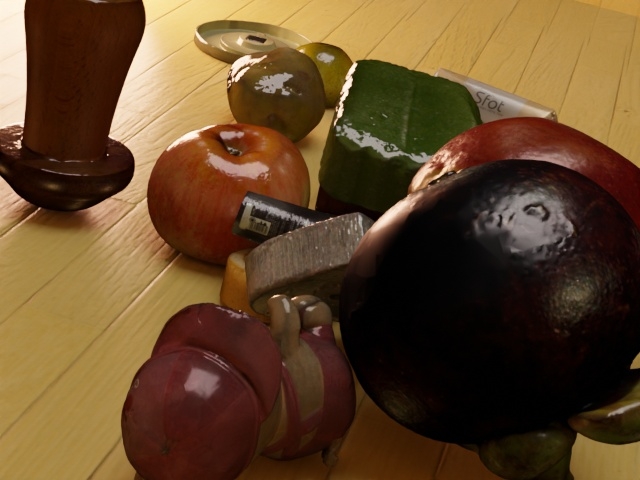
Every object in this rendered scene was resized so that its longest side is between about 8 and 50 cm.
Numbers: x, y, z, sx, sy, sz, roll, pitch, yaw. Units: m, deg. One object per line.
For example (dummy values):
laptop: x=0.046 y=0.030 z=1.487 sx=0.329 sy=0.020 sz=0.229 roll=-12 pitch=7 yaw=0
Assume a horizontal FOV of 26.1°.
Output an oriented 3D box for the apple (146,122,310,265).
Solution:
apple: x=-0.113 y=-0.061 z=1.763 sx=0.209 sy=0.164 sz=0.209 roll=9 pitch=26 yaw=-4

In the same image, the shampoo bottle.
shampoo bottle: x=0.000 y=0.001 z=1.645 sx=0.207 sy=0.057 sz=0.063 roll=19 pitch=27 yaw=-1

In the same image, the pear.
pear: x=0.005 y=-0.300 z=2.441 sx=0.141 sy=0.104 sz=0.141 roll=13 pitch=27 yaw=-6

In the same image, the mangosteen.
mangosteen: x=0.180 y=0.076 z=1.365 sx=0.330 sy=0.330 sz=0.330 roll=11 pitch=24 yaw=-5

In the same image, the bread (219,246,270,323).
bread: x=-0.040 y=0.052 z=1.660 sx=0.149 sy=0.073 sz=0.122 roll=-6 pitch=32 yaw=-36

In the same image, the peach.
peach: x=0.264 y=0.002 z=1.646 sx=0.332 sy=0.308 sz=0.308 roll=13 pitch=23 yaw=9

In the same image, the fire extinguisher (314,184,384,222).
fire extinguisher: x=0.132 y=-0.058 z=1.957 sx=0.269 sy=0.105 sz=0.105 roll=13 pitch=24 yaw=1

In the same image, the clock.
clock: x=-0.124 y=-0.374 z=2.627 sx=0.235 sy=0.029 sz=0.235 roll=10 pitch=23 yaw=-5

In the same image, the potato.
potato: x=-0.070 y=-0.233 z=2.217 sx=0.154 sy=0.137 sz=0.200 roll=-19 pitch=25 yaw=5

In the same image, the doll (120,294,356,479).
doll: x=-0.082 y=0.145 z=1.298 sx=0.152 sy=0.196 sz=0.256 roll=9 pitch=11 yaw=34

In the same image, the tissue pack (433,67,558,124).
tissue pack: x=0.286 y=-0.189 z=2.269 sx=0.222 sy=0.090 sz=0.186 roll=26 pitch=-9 yaw=25

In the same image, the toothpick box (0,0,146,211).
toothpick box: x=-0.320 y=-0.185 z=1.775 sx=0.192 sy=0.294 sz=0.192 roll=11 pitch=21 yaw=-4

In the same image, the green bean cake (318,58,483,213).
green bean cake: x=0.120 y=-0.135 z=1.883 sx=0.222 sy=0.125 sz=0.248 roll=13 pitch=38 yaw=-1

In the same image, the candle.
candle: x=0.019 y=0.032 z=1.530 sx=0.192 sy=0.168 sz=0.068 roll=3 pitch=60 yaw=-18
